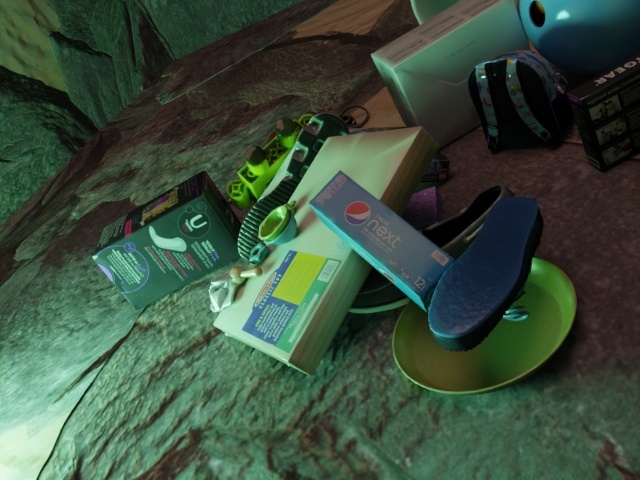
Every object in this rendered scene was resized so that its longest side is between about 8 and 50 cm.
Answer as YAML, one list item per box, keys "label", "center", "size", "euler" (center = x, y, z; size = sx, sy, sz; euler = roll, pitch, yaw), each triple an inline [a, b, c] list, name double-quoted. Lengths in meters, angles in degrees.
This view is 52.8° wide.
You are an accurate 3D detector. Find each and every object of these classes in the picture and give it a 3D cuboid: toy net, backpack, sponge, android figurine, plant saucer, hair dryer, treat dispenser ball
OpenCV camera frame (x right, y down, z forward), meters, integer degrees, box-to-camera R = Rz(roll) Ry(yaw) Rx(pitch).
- label: "toy net"
  center: [-0.125, 0.023, 1.100]
  size: [0.232, 0.045, 0.122]
  euler: [-45, 30, 14]
- label: "backpack"
  center: [0.348, -0.257, 1.129]
  size: [0.158, 0.173, 0.117]
  euler: [3, 44, 48]
- label: "sponge"
  center: [0.112, -0.024, 1.140]
  size: [0.210, 0.031, 0.117]
  euler: [-19, 31, 23]
- label: "android figurine"
  center: [-0.093, -0.160, 1.382]
  size: [0.248, 0.056, 0.273]
  euler: [-45, -12, -7]
- label: "plant saucer"
  center: [0.209, 0.110, 0.828]
  size: [0.241, 0.037, 0.241]
  euler: [-24, 30, 15]
- label: "hair dryer"
  center: [-0.033, -0.258, 1.601]
  size: [0.223, 0.080, 0.293]
  euler: [1, 43, 44]
- label: "treat dispenser ball"
  center: [0.505, -0.444, 1.151]
  size: [0.288, 0.288, 0.288]
  euler: [-24, 29, 14]

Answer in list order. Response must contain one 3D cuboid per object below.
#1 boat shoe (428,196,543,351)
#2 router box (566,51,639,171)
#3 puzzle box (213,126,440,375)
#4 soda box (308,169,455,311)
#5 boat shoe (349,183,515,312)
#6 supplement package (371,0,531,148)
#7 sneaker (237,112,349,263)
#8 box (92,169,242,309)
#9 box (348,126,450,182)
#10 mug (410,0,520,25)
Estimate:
- label: "boat shoe"
  center: [0.222, 0.049, 0.788]
  size: [0.109, 0.089, 0.258]
  euler: [13, 46, 41]
- label: "router box"
  center: [0.476, -0.204, 0.964]
  size: [0.179, 0.133, 0.046]
  euler: [-29, 29, 5]
- label: "puzzle box"
  center: [0.000, 0.000, 1.046]
  size: [0.272, 0.052, 0.409]
  euler: [10, 66, 58]
- label: "soda box"
  center: [0.083, -0.002, 0.868]
  size: [0.067, 0.071, 0.210]
  euler: [-46, 63, -4]
- label: "boat shoe"
  center: [0.155, 0.010, 0.972]
  size: [0.319, 0.099, 0.116]
  euler: [-23, 33, 18]
- label: "supplement package"
  center: [0.274, -0.344, 1.305]
  size: [0.262, 0.204, 0.145]
  euler: [-31, 29, 2]
- label: "sneaker"
  center: [-0.049, -0.094, 1.290]
  size: [0.330, 0.122, 0.146]
  euler: [-56, 5, 2]
- label: "box"
  center: [-0.320, -0.001, 1.382]
  size: [0.270, 0.165, 0.143]
  euler: [-27, 28, 8]
- label: "box"
  center: [0.133, -0.170, 1.262]
  size: [0.159, 0.044, 0.233]
  euler: [-3, 25, -12]
- label: "mug"
  center: [0.396, -0.647, 1.646]
  size: [0.328, 0.276, 0.374]
  euler: [-48, 1, -38]
